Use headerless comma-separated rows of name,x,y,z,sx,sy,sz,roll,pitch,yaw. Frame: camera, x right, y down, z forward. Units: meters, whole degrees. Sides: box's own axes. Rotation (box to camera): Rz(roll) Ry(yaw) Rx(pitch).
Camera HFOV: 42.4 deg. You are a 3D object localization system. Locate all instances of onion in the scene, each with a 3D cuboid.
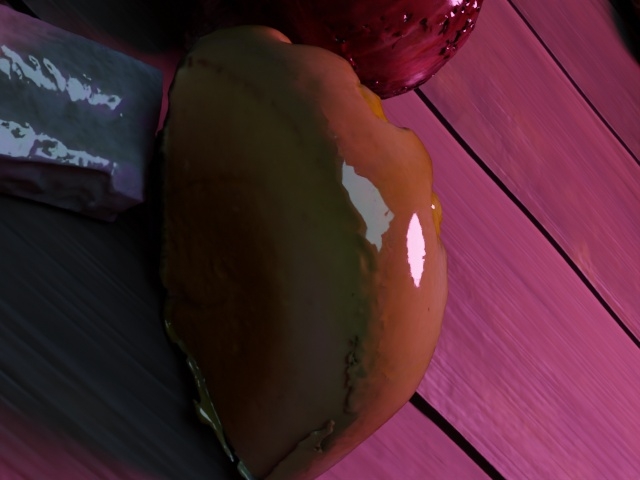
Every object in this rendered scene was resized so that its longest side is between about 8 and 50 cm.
onion,-0.009,-0.201,0.565,0.219,0.252,0.252,-36,96,-4

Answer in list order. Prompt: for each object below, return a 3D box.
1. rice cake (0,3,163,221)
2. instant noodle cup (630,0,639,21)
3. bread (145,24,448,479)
rice cake,-0.214,-0.092,0.412,0.297,0.050,0.106,19,56,-37
instant noodle cup,0.540,-0.374,1.229,0.193,0.193,0.212,2,58,-44
bread,0.005,0.013,0.481,0.158,0.156,0.261,-16,116,-49
